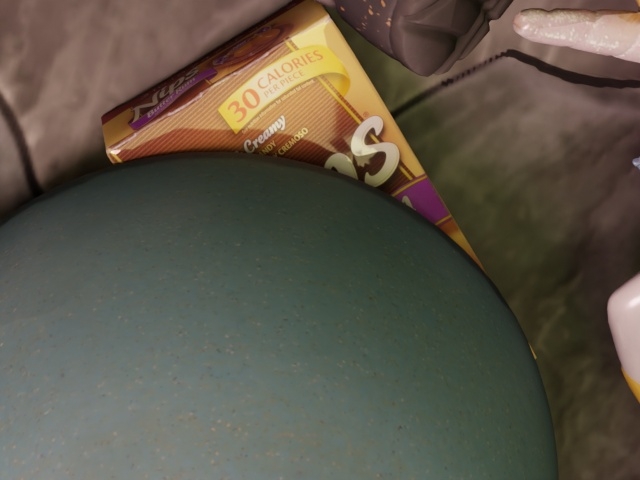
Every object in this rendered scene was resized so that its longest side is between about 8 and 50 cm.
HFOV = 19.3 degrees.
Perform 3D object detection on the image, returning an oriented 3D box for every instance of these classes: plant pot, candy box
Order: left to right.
[{"bbox_3d":[-0.039,0.133,0.716,0.290,0.195,0.290,-1,110,-3],"label":"plant pot"},{"bbox_3d":[0.000,0.000,0.810,0.109,0.053,0.186,-32,111,3],"label":"candy box"}]

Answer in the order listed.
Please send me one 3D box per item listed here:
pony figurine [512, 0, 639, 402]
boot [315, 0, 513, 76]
[{"bbox_3d":[0.265,-0.026,0.754,0.351,0.303,0.363,-18,130,-2],"label":"pony figurine"},{"bbox_3d":[0.035,-0.228,0.681,0.223,0.338,0.118,32,148,17],"label":"boot"}]
